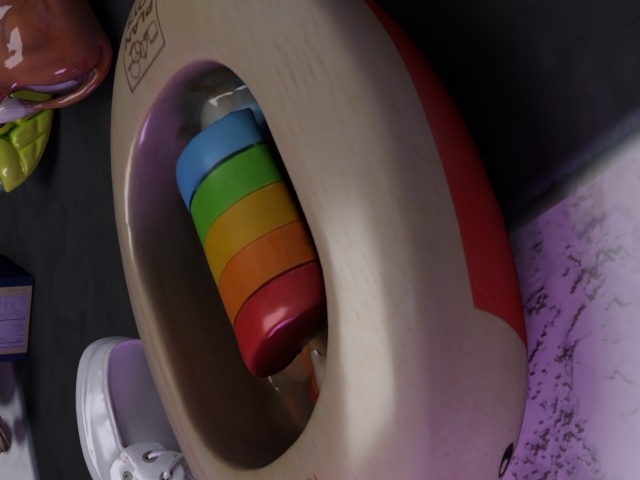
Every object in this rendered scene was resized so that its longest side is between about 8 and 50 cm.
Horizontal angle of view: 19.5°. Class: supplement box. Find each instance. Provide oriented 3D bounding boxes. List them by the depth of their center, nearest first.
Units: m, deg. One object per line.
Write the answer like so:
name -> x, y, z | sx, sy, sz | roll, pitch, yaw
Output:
supplement box -> -0.315, 0.064, 1.753 | 0.083, 0.056, 0.083 | 27, 115, 54

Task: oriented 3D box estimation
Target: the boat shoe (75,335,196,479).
boat shoe -> -0.102, 0.192, 1.397 | 0.096, 0.098, 0.277 | -35, 72, 53

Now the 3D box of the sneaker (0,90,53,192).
sneaker -> -0.313, -0.177, 1.716 | 0.123, 0.109, 0.295 | 117, 142, -70

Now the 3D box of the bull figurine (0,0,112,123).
bull figurine -> -0.293, -0.237, 1.607 | 0.188, 0.101, 0.310 | -29, 67, 6

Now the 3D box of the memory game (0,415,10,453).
memory game -> -0.350, 0.126, 1.775 | 0.186, 0.012, 0.186 | 47, 157, 28

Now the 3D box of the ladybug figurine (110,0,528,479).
ladybug figurine -> 0.000, 0.000, 1.155 | 0.305, 0.162, 0.449 | -48, 53, 47
